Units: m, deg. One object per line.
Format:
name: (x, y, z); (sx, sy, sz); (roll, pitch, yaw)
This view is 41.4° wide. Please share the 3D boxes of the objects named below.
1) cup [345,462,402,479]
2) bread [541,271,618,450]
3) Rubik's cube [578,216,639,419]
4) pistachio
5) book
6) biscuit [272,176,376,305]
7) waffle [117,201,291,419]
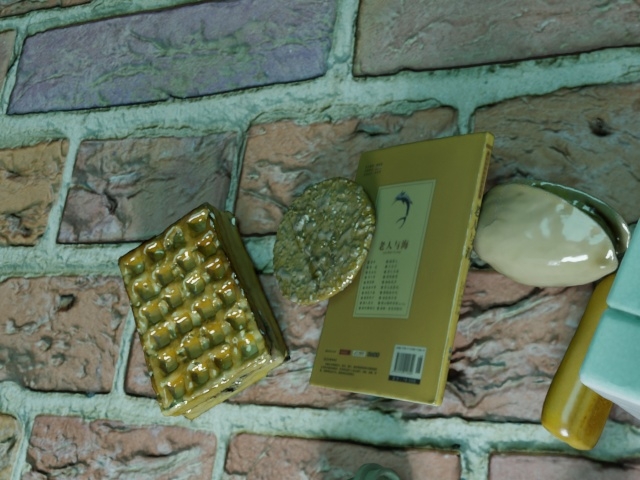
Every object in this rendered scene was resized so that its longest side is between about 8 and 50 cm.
cup: (0.042, 0.375, 1.163); (0.141, 0.120, 0.120); (-22, 63, 31)
bread: (0.357, 0.149, 1.095); (0.074, 0.092, 0.239); (18, 79, 51)
Rubik's cube: (0.512, 0.089, 0.872); (0.316, 0.318, 0.322); (15, 78, 45)
pistachio: (0.302, -0.005, 1.149); (0.223, 0.126, 0.152); (16, 125, 36)
book: (0.112, 0.035, 1.232); (0.269, 0.032, 0.389); (-1, 70, 51)
biscuit: (0.001, 0.000, 1.327); (0.219, 0.033, 0.220); (-23, 55, 38)
waffle: (-0.196, 0.109, 1.385); (0.212, 0.091, 0.308); (-31, 63, 13)
